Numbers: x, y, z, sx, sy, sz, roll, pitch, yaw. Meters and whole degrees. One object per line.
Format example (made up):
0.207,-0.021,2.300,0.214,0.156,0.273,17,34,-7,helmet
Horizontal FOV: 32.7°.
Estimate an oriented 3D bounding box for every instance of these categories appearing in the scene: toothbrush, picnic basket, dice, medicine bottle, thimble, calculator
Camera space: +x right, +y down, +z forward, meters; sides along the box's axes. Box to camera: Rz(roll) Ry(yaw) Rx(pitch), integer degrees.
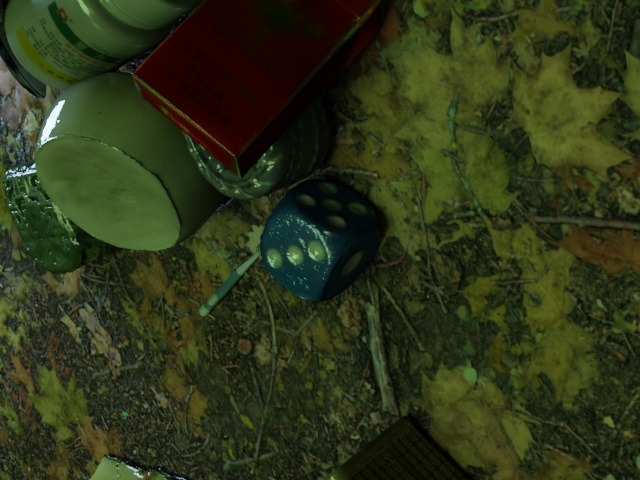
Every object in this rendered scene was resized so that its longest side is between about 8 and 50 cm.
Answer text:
-0.155,0.068,1.950,0.019,0.025,0.276,53,133,8,toothbrush
0.067,0.465,1.791,0.175,0.228,0.313,43,130,16,picnic basket
0.000,0.000,1.706,0.146,0.143,0.146,35,127,20,dice
-0.347,-0.395,1.785,0.340,0.208,0.208,-20,95,44,medicine bottle
-0.103,-0.188,1.696,0.236,0.172,0.205,46,129,13,thimble
-0.526,-0.385,1.921,0.040,0.177,0.268,4,147,10,calculator

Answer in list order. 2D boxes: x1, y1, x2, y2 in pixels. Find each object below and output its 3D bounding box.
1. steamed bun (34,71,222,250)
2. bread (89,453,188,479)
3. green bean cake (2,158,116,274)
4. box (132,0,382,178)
-0.311,-0.142,1.842,0.324,0.206,0.324,17,142,13,steamed bun
-0.401,0.650,2.422,0.346,0.242,0.405,28,91,34,bread
-0.507,-0.055,2.141,0.222,0.125,0.227,-7,109,43,green bean cake
-0.085,-0.269,1.542,0.197,0.313,0.089,39,169,13,box
